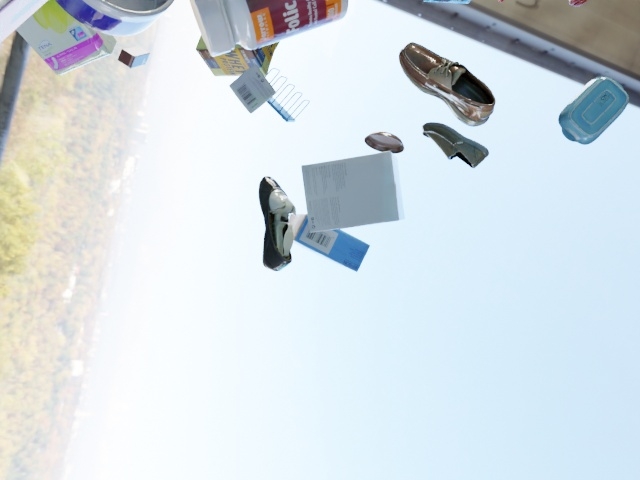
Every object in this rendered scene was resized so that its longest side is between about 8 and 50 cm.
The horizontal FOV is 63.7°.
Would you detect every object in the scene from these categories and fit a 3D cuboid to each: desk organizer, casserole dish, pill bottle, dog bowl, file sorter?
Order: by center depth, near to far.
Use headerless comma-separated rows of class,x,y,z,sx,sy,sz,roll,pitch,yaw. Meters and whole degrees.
dog bowl,-0.435,-0.571,1.067,0.104,0.264,0.265,-13,-115,46
casserole dish,0.678,-0.324,1.268,0.188,0.114,0.037,-46,177,0
pill bottle,-0.142,-0.650,1.383,0.224,0.391,0.224,157,-90,-82
desk organizer,-0.642,-0.634,1.773,0.047,0.050,0.130,-55,-170,24
file sorter,-0.135,-0.523,1.857,0.104,0.170,0.118,-44,-178,17

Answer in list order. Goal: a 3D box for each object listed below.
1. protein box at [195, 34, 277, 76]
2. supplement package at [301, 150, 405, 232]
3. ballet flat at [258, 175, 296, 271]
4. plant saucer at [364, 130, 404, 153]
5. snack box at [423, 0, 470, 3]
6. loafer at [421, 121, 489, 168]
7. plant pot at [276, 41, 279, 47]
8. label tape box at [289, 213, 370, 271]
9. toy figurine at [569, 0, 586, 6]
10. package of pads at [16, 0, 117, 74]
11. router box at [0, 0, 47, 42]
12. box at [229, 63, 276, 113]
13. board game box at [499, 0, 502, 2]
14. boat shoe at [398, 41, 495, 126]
protein box,-0.264,-0.659,1.687,0.136,0.201,0.200,52,48,-61
supplement package,0.104,-0.140,1.541,0.198,0.262,0.200,-12,95,-75
ballet flat,-0.111,-0.055,1.433,0.096,0.095,0.281,-16,-106,40
plant saucer,0.261,-0.400,2.081,0.168,0.168,0.029,-13,-120,68
snack box,0.499,-0.937,1.753,0.322,0.186,0.060,137,-53,-71
loafer,0.456,-0.330,1.788,0.088,0.251,0.094,-60,166,0
plant pot,-0.297,-0.788,2.081,0.207,0.228,0.227,-63,-164,19
label tape box,0.000,0.000,1.875,0.115,0.249,0.347,-65,-165,-5
toy figurine,0.750,-0.744,1.347,0.209,0.212,0.148,26,55,-75
package of pads,-0.827,-0.683,1.602,0.229,0.297,0.101,-14,-132,18
router box,-0.493,-0.360,0.561,0.082,0.335,0.301,-32,-147,43
box,-0.197,-0.437,1.492,0.102,0.101,0.087,-38,-163,0
board game box,0.507,-0.864,1.564,0.145,0.281,0.027,-38,-148,47
boat shoe,0.369,-0.465,1.469,0.123,0.324,0.116,-53,178,-15
